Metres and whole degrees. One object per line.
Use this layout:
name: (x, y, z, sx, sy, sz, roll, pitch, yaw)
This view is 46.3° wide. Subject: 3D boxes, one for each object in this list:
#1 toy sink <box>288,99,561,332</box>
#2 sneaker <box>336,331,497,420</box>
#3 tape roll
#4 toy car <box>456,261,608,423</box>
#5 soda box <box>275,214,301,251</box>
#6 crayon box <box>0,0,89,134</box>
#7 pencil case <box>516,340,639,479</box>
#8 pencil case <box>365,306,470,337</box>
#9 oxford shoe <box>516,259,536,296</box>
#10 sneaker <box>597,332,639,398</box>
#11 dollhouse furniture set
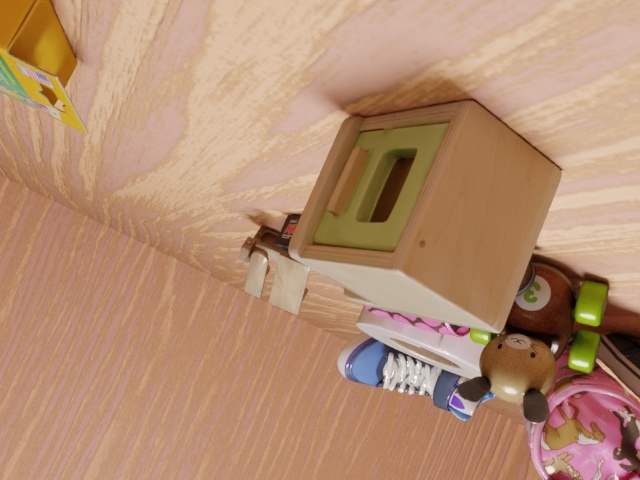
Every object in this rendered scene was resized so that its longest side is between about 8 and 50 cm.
toy sink: (0.070, -0.024, 0.687, 0.131, 0.153, 0.234, 30, 168, -28)
sneaker: (0.224, 0.286, 1.580, 0.322, 0.130, 0.236, 1, -158, -29)
tape roll: (0.215, 0.171, 1.426, 0.286, 0.100, 0.286, 24, 169, 5)
toy car: (0.234, 0.129, 0.877, 0.154, 0.188, 0.149, 13, 129, 26)
soda box: (0.000, 0.000, 1.176, 0.053, 0.060, 0.168, 30, 168, -32)
crayon box: (-0.397, -0.245, 0.810, 0.322, 0.083, 0.203, 26, 169, -5)
pencil case: (0.363, 0.242, 1.080, 0.159, 0.167, 0.386, 13, -175, 8)
pencil case: (0.158, 0.094, 1.230, 0.095, 0.098, 0.209, -23, -160, -37)
oxford shoe: (0.141, 0.011, 0.888, 0.227, 0.083, 0.096, 16, 162, 30)
sneaker: (0.515, 0.214, 0.989, 0.321, 0.127, 0.126, 47, -170, 36)
dollhouse furniture set: (-0.068, 0.017, 1.343, 0.144, 0.151, 0.123, 23, 134, 8)
